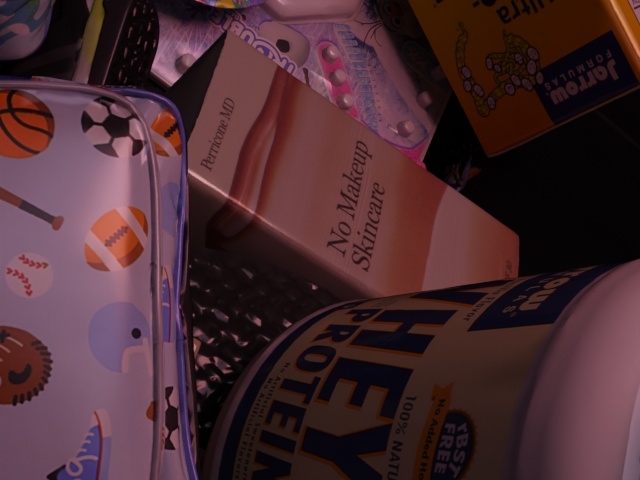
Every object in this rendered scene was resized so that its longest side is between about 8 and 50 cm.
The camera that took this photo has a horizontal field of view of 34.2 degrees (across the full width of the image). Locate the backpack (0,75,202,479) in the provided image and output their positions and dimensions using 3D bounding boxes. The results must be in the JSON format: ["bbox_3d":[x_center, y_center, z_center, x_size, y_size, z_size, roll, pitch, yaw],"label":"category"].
[{"bbox_3d":[-0.185,0.045,0.447,0.263,0.213,0.277,-1,76,-12],"label":"backpack"}]

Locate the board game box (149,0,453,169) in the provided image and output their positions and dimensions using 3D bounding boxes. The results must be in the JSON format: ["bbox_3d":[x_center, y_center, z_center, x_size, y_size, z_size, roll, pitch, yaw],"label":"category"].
[{"bbox_3d":[-0.011,-0.260,0.929,0.390,0.050,0.390,36,59,-19],"label":"board game box"}]

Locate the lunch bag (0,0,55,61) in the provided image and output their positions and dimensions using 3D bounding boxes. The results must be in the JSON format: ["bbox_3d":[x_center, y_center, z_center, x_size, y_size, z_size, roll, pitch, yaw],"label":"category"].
[{"bbox_3d":[-0.258,-0.225,0.695,0.176,0.090,0.219,7,56,-7],"label":"lunch bag"}]

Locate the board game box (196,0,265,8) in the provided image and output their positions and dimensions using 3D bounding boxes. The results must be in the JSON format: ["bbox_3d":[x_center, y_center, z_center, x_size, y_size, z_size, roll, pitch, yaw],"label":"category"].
[{"bbox_3d":[-0.084,-0.270,0.834,0.133,0.033,0.169,-35,95,-35],"label":"board game box"}]

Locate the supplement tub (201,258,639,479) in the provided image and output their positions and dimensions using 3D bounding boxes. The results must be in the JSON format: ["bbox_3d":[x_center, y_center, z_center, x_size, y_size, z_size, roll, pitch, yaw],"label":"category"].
[{"bbox_3d":[0.115,0.132,0.496,0.235,0.325,0.235,8,77,-37],"label":"supplement tub"}]

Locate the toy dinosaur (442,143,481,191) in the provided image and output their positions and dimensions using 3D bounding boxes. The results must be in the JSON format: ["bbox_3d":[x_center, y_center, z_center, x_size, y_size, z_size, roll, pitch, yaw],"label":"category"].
[{"bbox_3d":[0.131,-0.052,1.000,0.090,0.047,0.082,32,65,-37],"label":"toy dinosaur"}]

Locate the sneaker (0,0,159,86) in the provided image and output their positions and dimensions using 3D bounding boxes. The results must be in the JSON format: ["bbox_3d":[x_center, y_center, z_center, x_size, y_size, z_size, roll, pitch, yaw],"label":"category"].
[{"bbox_3d":[-0.188,-0.088,0.726,0.097,0.084,0.235,9,63,15],"label":"sneaker"}]

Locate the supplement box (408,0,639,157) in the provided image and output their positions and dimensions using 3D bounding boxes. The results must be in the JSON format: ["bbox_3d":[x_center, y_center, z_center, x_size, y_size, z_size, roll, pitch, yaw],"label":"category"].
[{"bbox_3d":[0.189,-0.288,0.918,0.194,0.195,0.357,-27,91,-36],"label":"supplement box"}]

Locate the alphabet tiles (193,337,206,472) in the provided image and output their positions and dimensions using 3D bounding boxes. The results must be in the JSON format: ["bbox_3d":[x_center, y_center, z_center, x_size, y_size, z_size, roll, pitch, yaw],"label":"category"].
[{"bbox_3d":[-0.211,0.133,0.519,0.342,0.011,0.285,26,64,-13],"label":"alphabet tiles"}]

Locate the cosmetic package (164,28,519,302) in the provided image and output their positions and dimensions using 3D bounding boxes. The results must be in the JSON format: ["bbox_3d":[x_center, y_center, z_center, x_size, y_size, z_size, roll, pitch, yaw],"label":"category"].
[{"bbox_3d":[0.000,0.000,0.783,0.296,0.129,0.153,31,48,-23],"label":"cosmetic package"}]

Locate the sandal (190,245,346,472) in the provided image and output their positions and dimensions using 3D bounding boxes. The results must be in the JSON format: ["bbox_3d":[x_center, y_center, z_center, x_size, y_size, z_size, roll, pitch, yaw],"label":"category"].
[{"bbox_3d":[-0.136,0.080,0.648,0.445,0.107,0.168,17,57,-18],"label":"sandal"}]
